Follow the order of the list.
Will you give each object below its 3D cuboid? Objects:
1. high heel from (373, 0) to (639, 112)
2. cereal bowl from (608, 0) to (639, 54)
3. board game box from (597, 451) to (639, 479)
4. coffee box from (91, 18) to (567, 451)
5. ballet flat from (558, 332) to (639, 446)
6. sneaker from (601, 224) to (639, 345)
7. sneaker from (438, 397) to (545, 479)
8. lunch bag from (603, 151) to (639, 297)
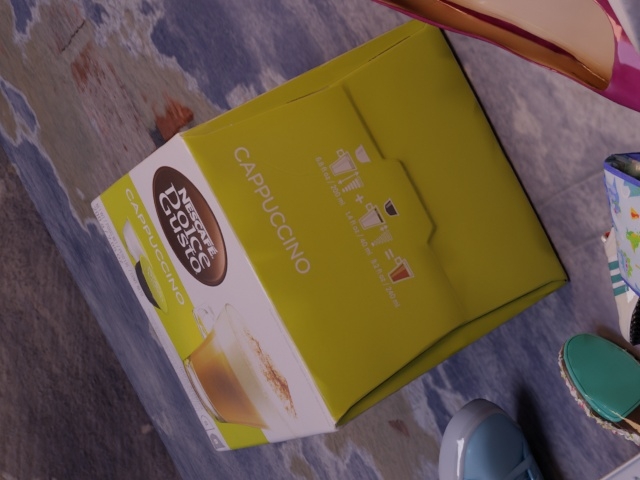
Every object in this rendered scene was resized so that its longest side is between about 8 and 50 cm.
[{"bbox_3d":[0.179,-0.187,1.286,0.377,0.181,0.127,40,146,36],"label":"high heel"},{"bbox_3d":[0.224,-0.315,1.044,0.339,0.141,0.339,58,-165,-25],"label":"cereal bowl"},{"bbox_3d":[0.445,0.336,1.364,0.390,0.050,0.390,43,150,6],"label":"board game box"},{"bbox_3d":[0.000,0.000,1.601,0.338,0.338,0.334,62,153,-2],"label":"coffee box"},{"bbox_3d":[0.337,0.188,1.473,0.241,0.091,0.077,41,159,39],"label":"ballet flat"},{"bbox_3d":[0.312,0.026,1.410,0.075,0.057,0.161,-124,21,-50],"label":"sneaker"},{"bbox_3d":[0.262,0.349,1.724,0.150,0.135,0.366,12,134,47],"label":"sneaker"},{"bbox_3d":[0.317,-0.006,1.240,0.151,0.096,0.129,14,127,44],"label":"lunch bag"}]
